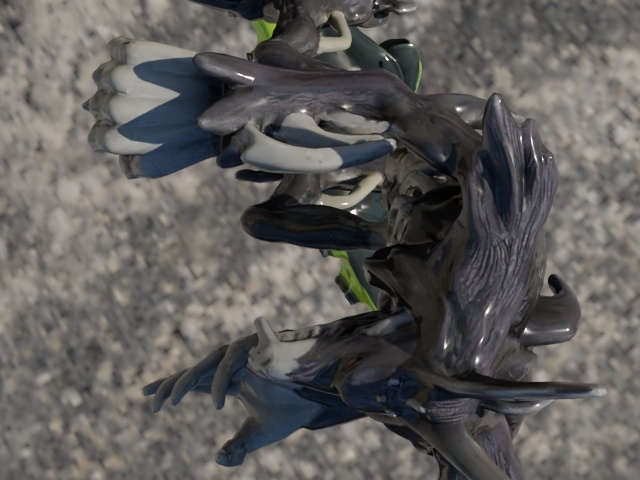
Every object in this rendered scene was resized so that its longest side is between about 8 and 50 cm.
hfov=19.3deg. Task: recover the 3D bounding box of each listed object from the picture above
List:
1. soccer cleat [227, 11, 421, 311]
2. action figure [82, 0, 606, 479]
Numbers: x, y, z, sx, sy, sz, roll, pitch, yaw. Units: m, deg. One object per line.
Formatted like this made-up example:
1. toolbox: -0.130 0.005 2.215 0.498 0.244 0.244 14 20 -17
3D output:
1. soccer cleat: 0.017 -0.048 0.827 0.072 0.060 0.179 -20 104 -3
2. action figure: 0.000 0.000 0.604 0.141 0.276 0.164 -7 119 -7
